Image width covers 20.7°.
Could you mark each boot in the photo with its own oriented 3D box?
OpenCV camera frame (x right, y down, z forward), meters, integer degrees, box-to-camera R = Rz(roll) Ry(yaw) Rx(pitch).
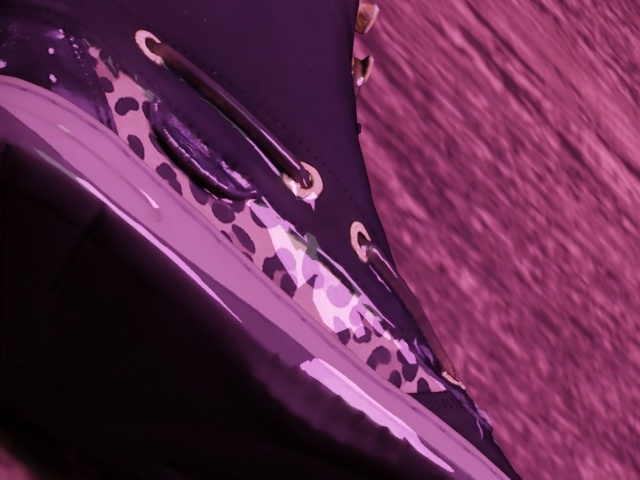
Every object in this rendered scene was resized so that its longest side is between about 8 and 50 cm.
[{"bbox_3d":[0.001,-0.001,0.457,0.236,0.085,0.178,45,36,-28],"label":"boot"}]
